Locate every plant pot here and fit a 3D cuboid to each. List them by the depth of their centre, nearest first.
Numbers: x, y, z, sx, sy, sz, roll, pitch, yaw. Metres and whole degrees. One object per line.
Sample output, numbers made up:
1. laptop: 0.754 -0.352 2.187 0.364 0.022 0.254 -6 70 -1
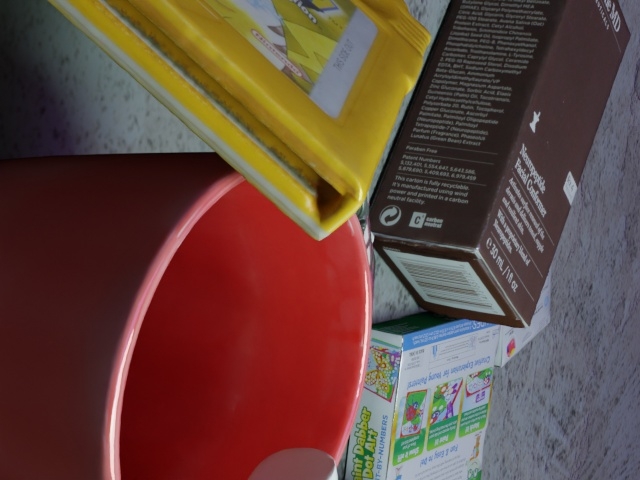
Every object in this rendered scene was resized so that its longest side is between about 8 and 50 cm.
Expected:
1. plant pot: -0.136 0.062 0.893 0.275 0.243 0.275 -25 120 -54

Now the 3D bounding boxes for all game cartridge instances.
1. game cartridge: -0.059 -0.170 0.872 0.285 0.053 0.323 42 27 -9

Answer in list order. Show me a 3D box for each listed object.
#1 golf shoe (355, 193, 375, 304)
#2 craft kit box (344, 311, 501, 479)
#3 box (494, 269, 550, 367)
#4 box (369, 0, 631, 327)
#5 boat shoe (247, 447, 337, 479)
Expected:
1. golf shoe: 0.000 0.000 1.268 0.120 0.105 0.273 -59 153 -58
2. craft kit box: 0.113 0.202 1.545 0.250 0.061 0.246 -6 102 -58
3. box: 0.235 0.039 1.711 0.145 0.038 0.186 -33 126 -50
4. box: 0.196 -0.120 1.498 0.191 0.143 0.381 49 56 -53
5. boat shoe: -0.045 0.190 0.796 0.184 0.066 0.063 -51 140 -53
